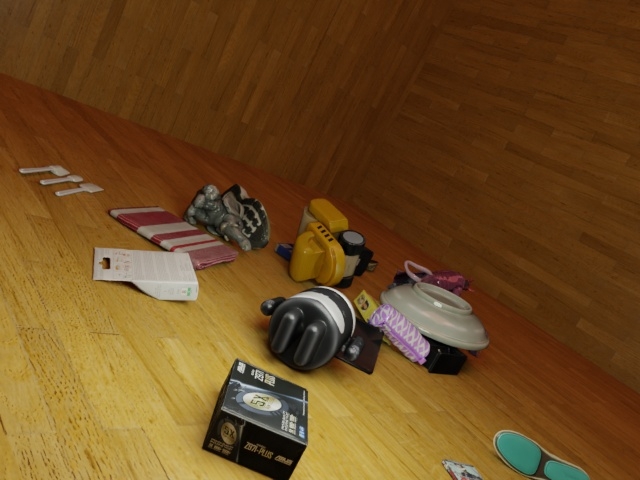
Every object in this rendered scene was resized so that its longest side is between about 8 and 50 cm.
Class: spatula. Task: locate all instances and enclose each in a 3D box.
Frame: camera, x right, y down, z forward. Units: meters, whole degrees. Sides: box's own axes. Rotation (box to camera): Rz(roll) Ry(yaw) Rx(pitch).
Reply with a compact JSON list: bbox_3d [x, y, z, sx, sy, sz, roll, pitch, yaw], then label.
[{"bbox_3d":[-0.769,-0.178,1.652,0.168,0.019,0.242,33,12,-1],"label":"spatula"}]

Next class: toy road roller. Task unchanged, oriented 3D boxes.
[{"bbox_3d":[-0.019,0.018,1.938,0.240,0.203,0.329,-8,40,-33],"label":"toy road roller"}]

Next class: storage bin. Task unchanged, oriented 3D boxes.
[{"bbox_3d":[0.125,0.072,2.322,0.084,0.122,0.180,35,14,34],"label":"storage bin"}]

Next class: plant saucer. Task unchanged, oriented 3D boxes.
[{"bbox_3d":[0.404,0.234,1.918,0.400,0.101,0.400,20,13,-5],"label":"plant saucer"}]

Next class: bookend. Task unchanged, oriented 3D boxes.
[{"bbox_3d":[0.351,0.346,1.760,0.156,0.072,0.157,17,15,-42],"label":"bookend"}]

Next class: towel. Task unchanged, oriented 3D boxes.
[{"bbox_3d":[-0.430,-0.012,1.650,0.329,0.037,0.237,29,13,16],"label":"towel"}]

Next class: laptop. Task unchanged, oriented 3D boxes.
[{"bbox_3d":[0.044,0.263,1.570,0.234,0.137,0.264,28,-14,0],"label":"laptop"}]

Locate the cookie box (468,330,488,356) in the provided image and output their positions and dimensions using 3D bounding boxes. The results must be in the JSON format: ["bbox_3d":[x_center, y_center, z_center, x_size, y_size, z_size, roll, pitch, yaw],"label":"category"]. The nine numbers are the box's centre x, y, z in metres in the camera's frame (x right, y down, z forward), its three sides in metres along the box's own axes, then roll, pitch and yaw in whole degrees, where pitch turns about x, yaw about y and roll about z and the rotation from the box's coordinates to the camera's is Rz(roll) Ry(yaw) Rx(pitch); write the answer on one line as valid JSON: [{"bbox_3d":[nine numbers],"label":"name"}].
[{"bbox_3d":[0.596,0.380,2.125,0.040,0.092,0.107,25,12,5],"label":"cookie box"}]

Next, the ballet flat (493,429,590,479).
[{"bbox_3d":[0.518,0.533,1.341,0.248,0.086,0.086,30,11,5],"label":"ballet flat"}]

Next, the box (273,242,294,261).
[{"bbox_3d":[-0.053,0.081,2.089,0.225,0.037,0.136,33,13,25],"label":"box"}]

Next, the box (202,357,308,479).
[{"bbox_3d":[-0.101,0.293,0.935,0.147,0.078,0.180,26,12,-6],"label":"box"}]

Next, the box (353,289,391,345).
[{"bbox_3d":[0.180,0.245,1.806,0.087,0.058,0.232,39,6,-18],"label":"box"}]

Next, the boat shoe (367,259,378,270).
[{"bbox_3d":[0.235,0.117,2.574,0.050,0.045,0.135,21,6,21],"label":"boat shoe"}]

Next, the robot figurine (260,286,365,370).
[{"bbox_3d":[-0.018,0.203,1.306,0.209,0.173,0.278,64,17,4],"label":"robot figurine"}]

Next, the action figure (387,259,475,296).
[{"bbox_3d":[0.471,0.166,2.295,0.369,0.276,0.248,-4,40,-14],"label":"action figure"}]

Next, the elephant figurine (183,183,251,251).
[{"bbox_3d":[-0.334,-0.071,1.912,0.239,0.186,0.169,35,-34,-16],"label":"elephant figurine"}]

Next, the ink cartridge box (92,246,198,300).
[{"bbox_3d":[-0.410,0.078,1.305,0.224,0.056,0.181,2,21,-21],"label":"ink cartridge box"}]

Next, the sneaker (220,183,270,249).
[{"bbox_3d":[-0.249,-0.072,2.106,0.182,0.158,0.410,41,6,-37],"label":"sneaker"}]

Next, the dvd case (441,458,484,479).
[{"bbox_3d":[0.310,0.498,1.139,0.087,0.013,0.119,22,12,-25],"label":"dvd case"}]

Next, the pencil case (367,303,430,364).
[{"bbox_3d":[0.237,0.274,1.655,0.206,0.086,0.088,42,11,-20],"label":"pencil case"}]
